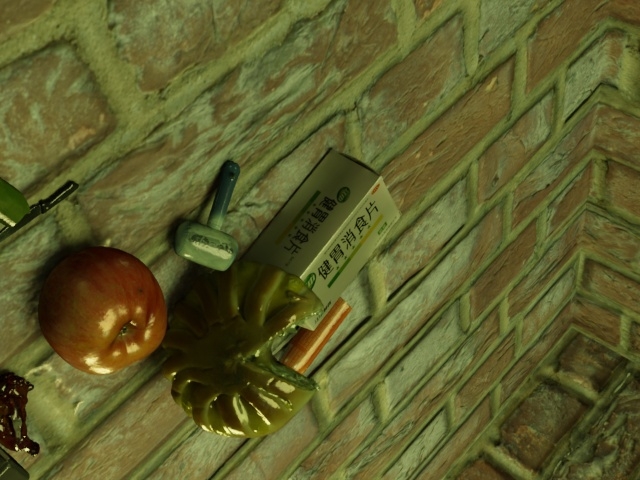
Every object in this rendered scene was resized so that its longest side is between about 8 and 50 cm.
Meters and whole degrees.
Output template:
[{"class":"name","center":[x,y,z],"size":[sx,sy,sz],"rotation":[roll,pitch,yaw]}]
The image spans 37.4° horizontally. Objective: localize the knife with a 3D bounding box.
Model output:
[{"class":"knife","center":[-0.427,-0.038,1.398],"size":[0.170,0.010,0.023],"rotation":[-41,145,-24]}]

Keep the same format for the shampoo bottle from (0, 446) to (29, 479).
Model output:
[{"class":"shampoo bottle","center":[-0.588,0.439,1.511],"size":[0.246,0.080,0.079],"rotation":[-48,146,-18]}]

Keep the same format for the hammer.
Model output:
[{"class":"hammer","center":[-0.185,-0.050,1.677],"size":[0.116,0.069,0.193],"rotation":[21,83,-26]}]

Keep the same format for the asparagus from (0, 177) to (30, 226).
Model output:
[{"class":"asparagus","center":[-0.480,-0.095,1.223],"size":[0.277,0.067,0.060],"rotation":[50,46,-61]}]

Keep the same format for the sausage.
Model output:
[{"class":"sausage","center":[-0.023,0.225,2.146],"size":[0.234,0.071,0.071],"rotation":[-52,148,-11]}]

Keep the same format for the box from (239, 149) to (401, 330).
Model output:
[{"class":"box","center":[-0.001,0.002,1.916],"size":[0.333,0.145,0.173],"rotation":[-51,146,-12]}]

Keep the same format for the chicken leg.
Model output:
[{"class":"chicken leg","center":[-0.501,0.295,1.547],"size":[0.093,0.053,0.205],"rotation":[-43,152,-51]}]

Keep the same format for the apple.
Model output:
[{"class":"apple","center":[-0.344,0.117,1.502],"size":[0.209,0.164,0.209],"rotation":[-32,139,-33]}]

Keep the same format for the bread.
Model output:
[{"class":"bread","center":[-0.148,0.202,1.725],"size":[0.333,0.333,0.160],"rotation":[-64,175,7]}]
